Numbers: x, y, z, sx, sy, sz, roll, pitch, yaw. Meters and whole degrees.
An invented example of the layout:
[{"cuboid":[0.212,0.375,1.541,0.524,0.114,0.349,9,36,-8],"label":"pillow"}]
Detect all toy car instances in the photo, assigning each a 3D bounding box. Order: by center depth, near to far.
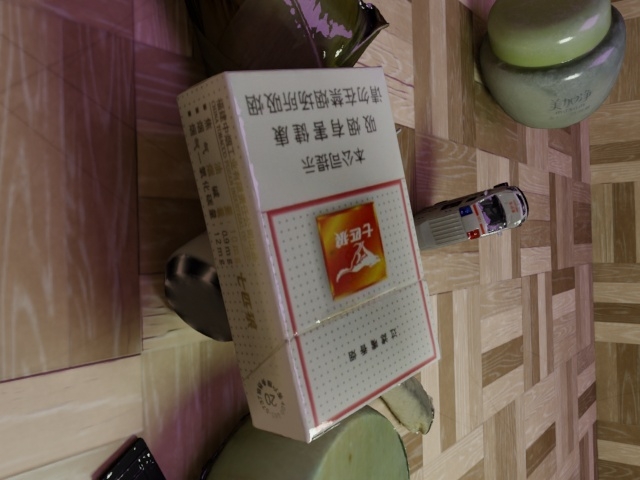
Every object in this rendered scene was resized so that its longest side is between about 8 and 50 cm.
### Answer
[{"cuboid":[0.278,-0.040,1.124,0.108,0.210,0.089,-24,97,-54],"label":"toy car"}]

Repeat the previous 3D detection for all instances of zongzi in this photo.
[{"cuboid":[-0.110,-0.213,0.666,0.289,0.154,0.317,37,80,-35],"label":"zongzi"}]

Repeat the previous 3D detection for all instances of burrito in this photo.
[{"cuboid":[0.131,0.248,1.037,0.275,0.059,0.082,53,42,-40],"label":"burrito"}]

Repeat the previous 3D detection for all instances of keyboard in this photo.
[{"cuboid":[-0.171,0.308,0.643,0.061,0.013,0.204,-45,124,-46],"label":"keyboard"}]

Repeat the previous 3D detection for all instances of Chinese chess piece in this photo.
[{"cuboid":[-0.014,0.365,0.735,0.349,0.147,0.349,-2,92,-58],"label":"Chinese chess piece"}]

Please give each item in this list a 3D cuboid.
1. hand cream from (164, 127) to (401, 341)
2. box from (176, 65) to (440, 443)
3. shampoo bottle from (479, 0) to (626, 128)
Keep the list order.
[{"cuboid":[-0.035,-0.024,0.739,0.118,0.185,0.359,46,47,-1],"label":"hand cream"},{"cuboid":[0.000,0.000,0.606,0.210,0.095,0.330,-17,99,-42],"label":"box"},{"cuboid":[0.549,-0.443,1.429,0.317,0.323,0.322,58,44,-49],"label":"shampoo bottle"}]
